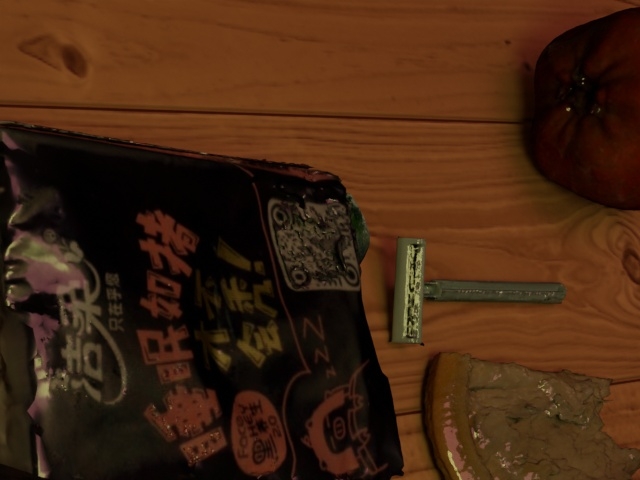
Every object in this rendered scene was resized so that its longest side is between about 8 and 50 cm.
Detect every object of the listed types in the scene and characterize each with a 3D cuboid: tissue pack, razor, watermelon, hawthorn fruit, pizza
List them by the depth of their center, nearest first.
[{"bbox_3d":[-0.099,0.056,1.009,0.332,0.123,0.245,5,71,-48],"label":"tissue pack"},{"bbox_3d":[0.000,0.000,1.202,0.085,0.085,0.061,-13,49,-44],"label":"watermelon"},{"bbox_3d":[0.190,0.173,1.282,0.262,0.034,0.181,1,68,-41],"label":"pizza"},{"bbox_3d":[0.131,0.042,1.301,0.211,0.036,0.084,3,91,-47],"label":"razor"},{"bbox_3d":[0.291,-0.109,1.412,0.202,0.185,0.185,20,57,-38],"label":"hawthorn fruit"}]

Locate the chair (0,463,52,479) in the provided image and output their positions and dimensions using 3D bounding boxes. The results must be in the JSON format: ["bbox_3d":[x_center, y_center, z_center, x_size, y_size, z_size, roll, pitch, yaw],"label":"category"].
[{"bbox_3d":[-0.126,0.247,0.756,0.416,0.240,0.203,22,98,-24],"label":"chair"}]
